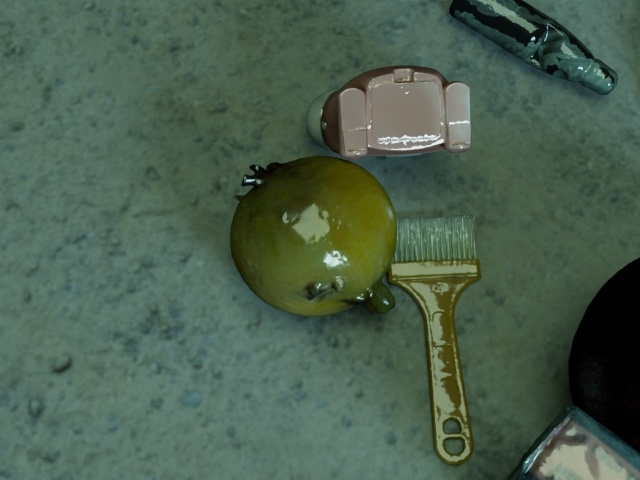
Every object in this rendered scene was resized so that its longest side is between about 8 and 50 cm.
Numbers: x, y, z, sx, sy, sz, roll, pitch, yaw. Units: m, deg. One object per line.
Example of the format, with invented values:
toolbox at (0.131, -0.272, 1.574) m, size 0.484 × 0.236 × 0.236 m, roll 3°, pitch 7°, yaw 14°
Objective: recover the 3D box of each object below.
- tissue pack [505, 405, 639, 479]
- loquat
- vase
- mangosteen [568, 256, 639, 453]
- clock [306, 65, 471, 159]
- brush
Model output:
tissue pack at (0.306, 0.298, 0.969) m, size 0.316 × 0.228 × 0.103 m, roll 38°, pitch 72°, yaw 13°
loquat at (0.000, 0.000, 1.108) m, size 0.204 × 0.149 × 0.172 m, roll 47°, pitch 68°, yaw 1°
vase at (0.252, -0.234, 1.256) m, size 0.211 × 0.060 × 0.060 m, roll 33°, pitch 71°, yaw 9°
mangosteen at (0.382, 0.130, 1.004) m, size 0.275 × 0.302 × 0.275 m, roll 0°, pitch 89°, yaw -9°
clock at (0.073, -0.138, 1.157) m, size 0.166 × 0.162 × 0.092 m, roll -5°, pitch 97°, yaw -10°
brush at (0.129, 0.102, 1.150) m, size 0.103 × 0.013 × 0.272 m, roll -3°, pitch 71°, yaw -5°
